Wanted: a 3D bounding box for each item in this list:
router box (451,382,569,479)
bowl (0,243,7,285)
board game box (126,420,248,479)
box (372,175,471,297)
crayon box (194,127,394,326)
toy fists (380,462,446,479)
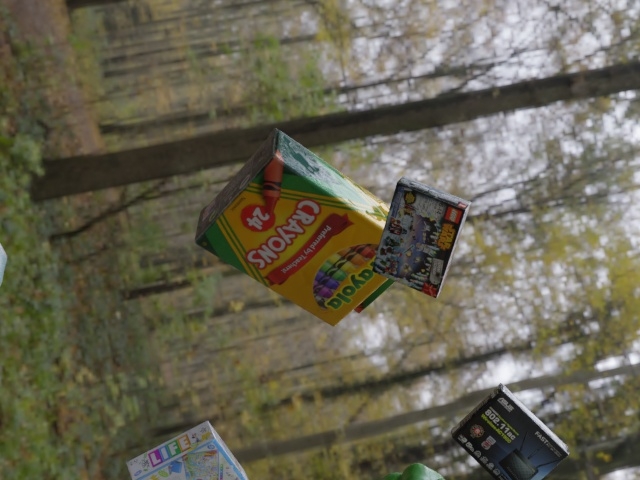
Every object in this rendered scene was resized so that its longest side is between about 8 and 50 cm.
[{"bbox_3d":[0.243,0.258,1.294,0.122,0.092,0.038,44,11,0],"label":"router box"},{"bbox_3d":[-0.492,-0.010,1.204,0.311,0.163,0.311,50,-18,23],"label":"bowl"},{"bbox_3d":[-0.152,0.276,1.186,0.026,0.103,0.154,59,-7,36],"label":"board game box"},{"bbox_3d":[0.126,-0.003,1.276,0.027,0.094,0.137,-46,154,-55],"label":"box"},{"bbox_3d":[0.000,0.000,1.509,0.202,0.318,0.081,-45,-155,30],"label":"crayon box"},{"bbox_3d":[0.023,0.329,0.991,0.096,0.279,0.142,52,-5,-16],"label":"toy fists"}]
